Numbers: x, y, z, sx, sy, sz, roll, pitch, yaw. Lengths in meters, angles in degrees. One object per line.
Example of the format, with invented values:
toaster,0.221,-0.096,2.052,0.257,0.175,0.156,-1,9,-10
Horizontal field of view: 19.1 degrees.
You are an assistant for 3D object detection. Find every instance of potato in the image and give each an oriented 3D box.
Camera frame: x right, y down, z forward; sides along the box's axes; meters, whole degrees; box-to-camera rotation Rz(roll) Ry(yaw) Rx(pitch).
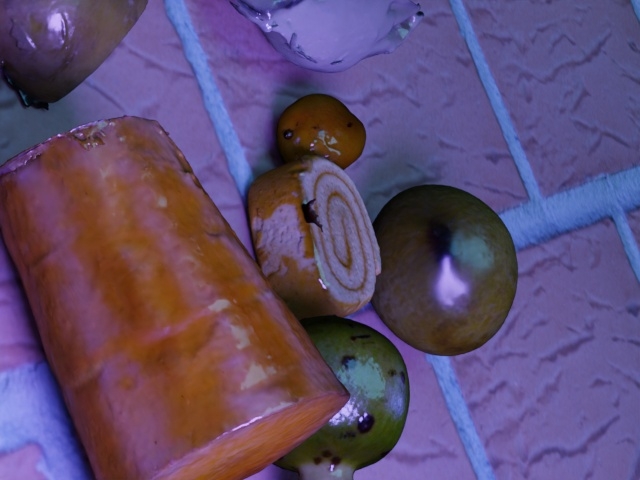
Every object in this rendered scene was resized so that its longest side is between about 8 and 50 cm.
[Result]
potato,-0.195,-0.229,1.488,0.138,0.098,0.243,47,34,-26

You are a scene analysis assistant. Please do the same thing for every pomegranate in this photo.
pomegranate,0.008,0.144,1.512,0.148,0.148,0.169,-5,85,-59

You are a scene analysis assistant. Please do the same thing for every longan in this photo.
longan,0.108,0.030,1.760,0.145,0.176,0.155,16,72,-4

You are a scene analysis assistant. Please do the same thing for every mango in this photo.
mango,0.002,-0.096,1.740,0.080,0.060,0.114,51,32,5

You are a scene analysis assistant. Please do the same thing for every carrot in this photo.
carrot,-0.120,0.052,1.356,0.196,0.196,0.254,-9,68,-59

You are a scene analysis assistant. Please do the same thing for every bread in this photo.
bread,0.000,0.000,1.657,0.122,0.073,0.149,12,60,-57

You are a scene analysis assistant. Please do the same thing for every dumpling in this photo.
dumpling,-0.011,-0.245,1.784,0.172,0.142,0.247,42,25,31
